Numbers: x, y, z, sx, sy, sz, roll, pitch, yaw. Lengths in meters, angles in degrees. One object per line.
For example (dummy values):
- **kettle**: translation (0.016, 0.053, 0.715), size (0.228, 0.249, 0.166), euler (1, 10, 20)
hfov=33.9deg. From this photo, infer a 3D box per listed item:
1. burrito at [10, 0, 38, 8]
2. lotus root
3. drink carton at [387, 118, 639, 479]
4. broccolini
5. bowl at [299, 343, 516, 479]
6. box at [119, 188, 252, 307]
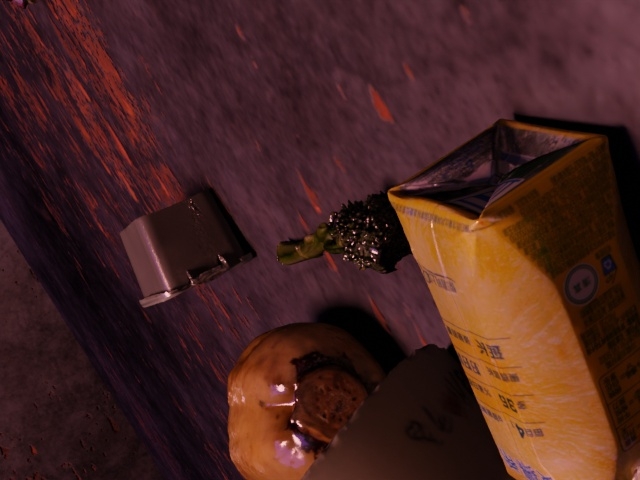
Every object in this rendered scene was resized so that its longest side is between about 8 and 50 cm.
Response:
- **burrito**: translation (-0.324, -0.313, 0.861), size (0.309, 0.066, 0.096), euler (51, 166, 15)
- **lotus root**: translation (-0.011, 0.122, 0.734), size (0.118, 0.125, 0.221), euler (14, 167, -6)
- **drink carton**: translation (0.100, 0.054, 0.416), size (0.084, 0.074, 0.200), euler (19, 138, 61)
- **broccolini**: translation (-0.001, 0.000, 0.627), size (0.044, 0.042, 0.218), euler (59, 163, -7)
- **bowl**: translation (0.048, 0.171, 0.564), size (0.112, 0.211, 0.211), euler (35, 155, 17)
- **box**: translation (-0.115, 0.007, 0.857), size (0.069, 0.084, 0.122), euler (65, 160, -2)
